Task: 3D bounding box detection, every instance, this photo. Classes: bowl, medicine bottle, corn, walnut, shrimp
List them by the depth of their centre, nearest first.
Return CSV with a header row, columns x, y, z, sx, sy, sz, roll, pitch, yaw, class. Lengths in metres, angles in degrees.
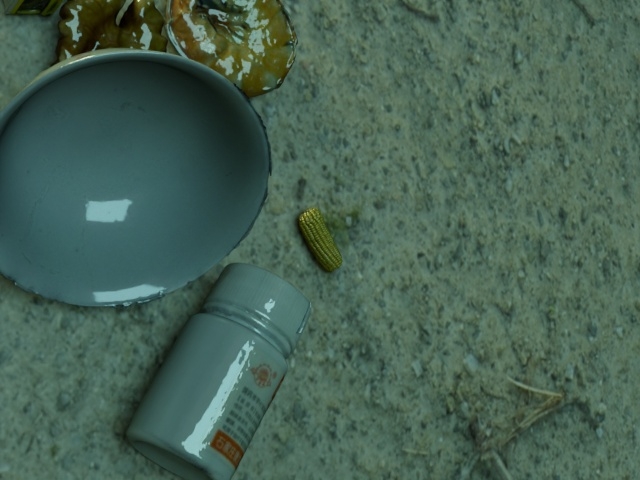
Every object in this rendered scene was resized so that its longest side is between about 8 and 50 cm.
x,y,z,sx,sy,sz,roll,pitch,yaw,class
-0.242,-0.101,1.386,0.345,0.345,0.157,7,34,-29,bowl
-0.119,0.161,1.451,0.144,0.144,0.252,34,67,-21,medicine bottle
-0.266,-0.236,1.476,0.143,0.069,0.170,27,71,-27,walnut
-0.149,-0.327,1.566,0.164,0.062,0.317,-37,103,-27,shrimp
0.000,0.000,1.610,0.037,0.037,0.092,-33,98,-30,corn

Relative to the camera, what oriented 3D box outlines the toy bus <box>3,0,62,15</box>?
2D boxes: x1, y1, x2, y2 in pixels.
x,y,z,sx,sy,sz,roll,pitch,yaw,class
-0.359,-0.387,1.439,0.074,0.081,0.226,-11,87,-30,toy bus
